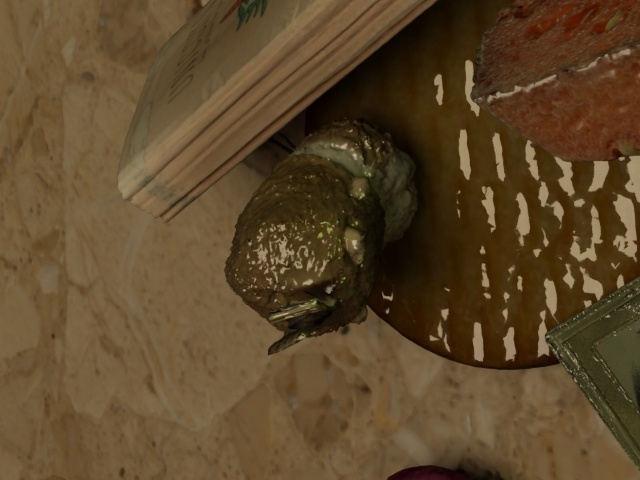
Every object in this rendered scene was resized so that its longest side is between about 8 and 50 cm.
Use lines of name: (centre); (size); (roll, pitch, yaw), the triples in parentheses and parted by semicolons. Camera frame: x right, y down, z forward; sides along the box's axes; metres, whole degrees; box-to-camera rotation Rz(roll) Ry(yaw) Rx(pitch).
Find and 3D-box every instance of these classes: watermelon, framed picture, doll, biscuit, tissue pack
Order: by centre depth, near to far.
watermelon: (0.214, -0.116, 0.847); (0.257, 0.193, 0.139); (-18, 114, 9)
framed picture: (0.277, 0.073, 0.911); (0.231, 0.010, 0.173); (-38, 86, 31)
doll: (-0.002, 0.007, 0.965); (0.115, 0.221, 0.105); (9, 133, 9)
tissue pack: (-0.019, -0.158, 1.008); (0.325, 0.071, 0.170); (-36, 31, 38)
biscuit: (0.123, -0.066, 1.012); (0.318, 0.040, 0.317); (3, 96, 33)

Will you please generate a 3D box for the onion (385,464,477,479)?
onion: (0.084, 0.216, 1.029); (0.115, 0.104, 0.115); (5, 108, 15)
